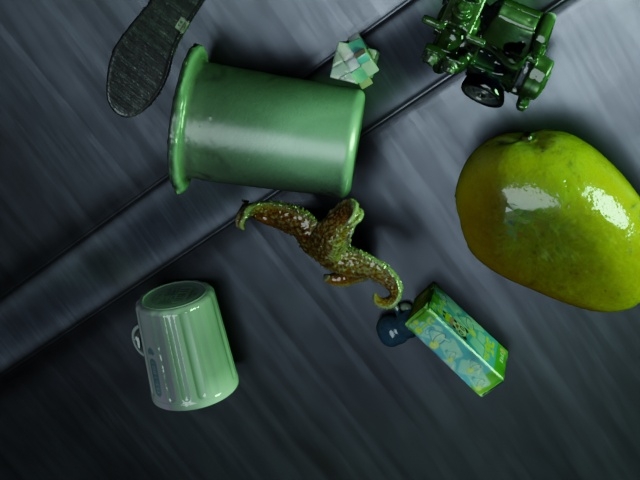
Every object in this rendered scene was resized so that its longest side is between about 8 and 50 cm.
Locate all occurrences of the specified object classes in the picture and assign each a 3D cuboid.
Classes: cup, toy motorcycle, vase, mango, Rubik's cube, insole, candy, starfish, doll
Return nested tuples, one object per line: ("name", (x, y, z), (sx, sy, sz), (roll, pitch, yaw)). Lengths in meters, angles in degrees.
("cup", (-0.277, 0.192, 1.952), (0.221, 0.167, 0.201), (-3, 112, 15))
("toy motorcycle", (0.256, -0.299, 1.544), (0.205, 0.127, 0.275), (24, 161, 4))
("vase", (-0.081, -0.181, 1.692), (0.291, 0.245, 0.245), (7, 118, 2))
("mango", (0.378, -0.021, 1.652), (0.365, 0.182, 0.253), (42, 118, -6))
("Rubik's cube", (0.061, -0.285, 1.671), (0.073, 0.075, 0.084), (19, 118, 9))
("insole", (-0.282, -0.336, 1.777), (0.110, 0.012, 0.309), (38, 120, -4))
("candy", (0.241, 0.173, 1.835), (0.194, 0.097, 0.062), (43, 117, -7))
("starfish", (-0.002, 0.002, 1.741), (0.303, 0.312, 0.113), (33, 76, -16))
("doll", (0.139, 0.155, 1.884), (0.083, 0.050, 0.076), (-28, 101, 27))
